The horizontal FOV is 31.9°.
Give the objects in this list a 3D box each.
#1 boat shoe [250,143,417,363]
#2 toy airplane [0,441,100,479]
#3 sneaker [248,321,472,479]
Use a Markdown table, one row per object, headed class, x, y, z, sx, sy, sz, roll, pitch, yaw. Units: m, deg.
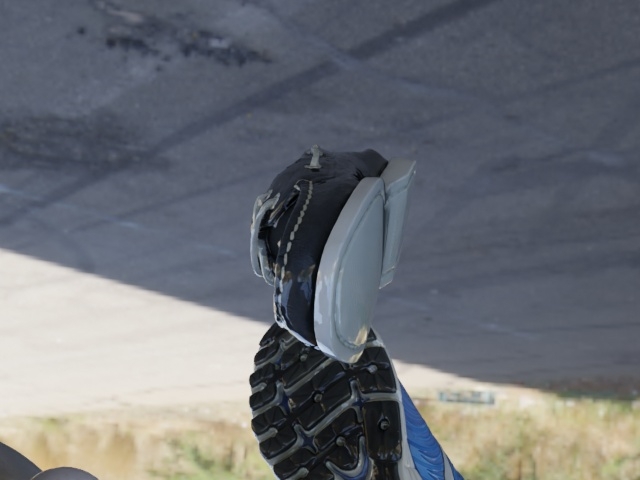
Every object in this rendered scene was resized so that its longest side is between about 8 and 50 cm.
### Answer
| class | x | y | z | sx | sy | sz | roll | pitch | yaw |
| --- | --- | --- | --- | --- | --- | --- | --- | --- | --- |
| boat shoe | 0.000 | 0.000 | 0.715 | 0.091 | 0.114 | 0.302 | 10 | -171 | 8 |
| toy airplane | -0.307 | 0.236 | 0.922 | 0.272 | 0.386 | 0.384 | -19 | 128 | -2 |
| sneaker | 0.048 | 0.198 | 0.905 | 0.130 | 0.330 | 0.147 | -28 | 157 | 8 |
